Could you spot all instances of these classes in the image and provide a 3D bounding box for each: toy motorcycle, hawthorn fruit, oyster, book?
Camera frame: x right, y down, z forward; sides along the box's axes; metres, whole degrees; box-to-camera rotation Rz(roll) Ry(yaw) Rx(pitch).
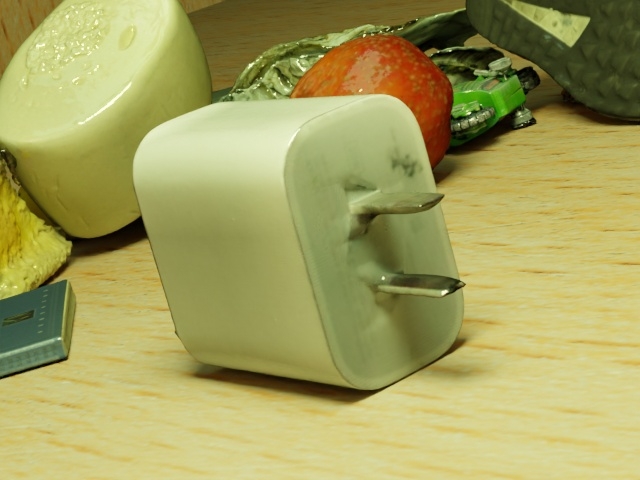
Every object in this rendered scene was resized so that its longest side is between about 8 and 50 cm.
[{"bbox_3d":[0.157,-0.135,1.847,0.106,0.074,0.190,-17,11,31],"label":"toy motorcycle"},{"bbox_3d":[-0.007,-0.082,1.671,0.285,0.165,0.165,-30,18,-18],"label":"hawthorn fruit"},{"bbox_3d":[0.032,-0.169,1.997,0.351,0.162,0.158,-22,56,4],"label":"oyster"},{"bbox_3d":[-0.342,0.102,1.528,0.269,0.025,0.191,-16,15,-3],"label":"book"}]

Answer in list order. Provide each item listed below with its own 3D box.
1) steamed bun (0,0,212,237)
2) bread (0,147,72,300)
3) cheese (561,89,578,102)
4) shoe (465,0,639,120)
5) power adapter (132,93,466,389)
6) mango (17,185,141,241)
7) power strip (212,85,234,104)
[{"bbox_3d":[-0.198,-0.133,1.773,0.155,0.200,0.250,16,60,30],"label":"steamed bun"},{"bbox_3d":[-0.330,-0.021,1.711,0.140,0.160,0.169,-11,14,18],"label":"bread"},{"bbox_3d":[0.374,-0.200,1.914,0.256,0.037,0.106,-22,15,-3],"label":"cheese"},{"bbox_3d":[0.308,-0.204,1.809,0.171,0.132,0.336,3,21,-41],"label":"shoe"},{"bbox_3d":[0.000,0.000,1.211,0.124,0.187,0.255,-25,17,-33],"label":"power adapter"},{"bbox_3d":[-0.240,-0.043,1.889,0.161,0.076,0.103,-9,10,12],"label":"mango"},{"bbox_3d":[-0.140,-0.146,2.215,0.265,0.059,0.193,-15,9,3],"label":"power strip"}]
